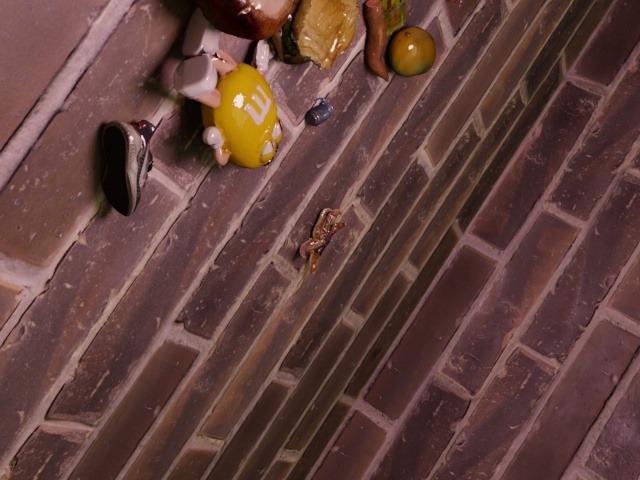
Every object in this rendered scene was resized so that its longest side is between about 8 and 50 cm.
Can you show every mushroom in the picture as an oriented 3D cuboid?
[{"bbox_3d":[-0.159,-0.557,1.440,0.297,0.163,0.278,39,72,-57],"label":"mushroom"}]

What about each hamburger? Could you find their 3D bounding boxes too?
[{"bbox_3d":[-0.019,-0.560,1.725,0.265,0.134,0.285,-55,158,-22],"label":"hamburger"}]

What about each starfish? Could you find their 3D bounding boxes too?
[{"bbox_3d":[-0.002,0.000,2.376,0.216,0.071,0.238,-9,115,-49],"label":"starfish"}]

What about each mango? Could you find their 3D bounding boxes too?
[{"bbox_3d":[0.303,-0.593,2.229,0.251,0.114,0.156,-7,116,-55],"label":"mango"}]

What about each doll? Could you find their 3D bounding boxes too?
[{"bbox_3d":[-0.202,-0.342,1.627,0.423,0.161,0.348,-10,109,-65],"label":"doll"}]

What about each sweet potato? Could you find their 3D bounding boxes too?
[{"bbox_3d":[0.164,-0.579,2.074,0.067,0.059,0.281,-44,149,-29],"label":"sweet potato"}]

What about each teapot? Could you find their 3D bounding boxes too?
[{"bbox_3d":[-0.007,-0.370,2.028,0.083,0.063,0.049,-40,178,-37],"label":"teapot"}]

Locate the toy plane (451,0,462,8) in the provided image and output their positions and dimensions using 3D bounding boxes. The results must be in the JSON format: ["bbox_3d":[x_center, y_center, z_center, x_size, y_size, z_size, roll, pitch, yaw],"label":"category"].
[{"bbox_3d":[0.433,-0.854,2.237,0.126,0.077,0.194,-50,143,-24],"label":"toy plane"}]

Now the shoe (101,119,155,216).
[{"bbox_3d":[-0.406,-0.163,1.527,0.112,0.099,0.228,-39,146,-46],"label":"shoe"}]

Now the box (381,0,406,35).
[{"bbox_3d":[0.207,-0.704,2.057,0.121,0.030,0.193,-43,149,-28],"label":"box"}]
